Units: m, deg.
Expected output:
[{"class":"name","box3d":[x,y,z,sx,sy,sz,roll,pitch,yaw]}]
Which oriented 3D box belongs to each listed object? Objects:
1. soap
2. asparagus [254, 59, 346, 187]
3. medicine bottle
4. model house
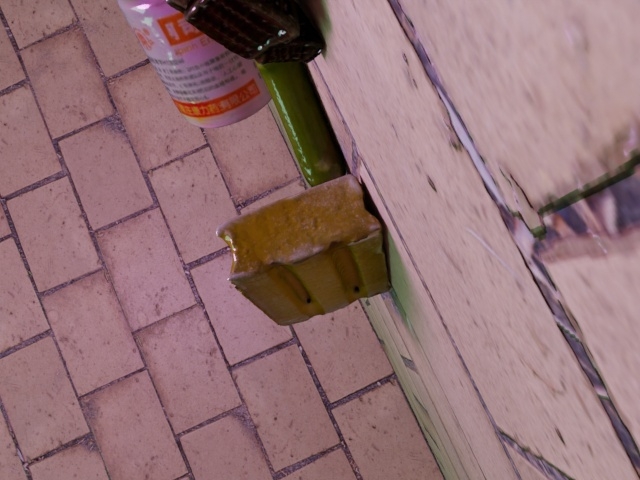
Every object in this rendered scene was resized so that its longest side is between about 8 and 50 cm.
[{"class":"soap","box3d":[-0.008,0.031,0.822,0.315,0.199,0.091,61,-170,-70]},{"class":"asparagus","box3d":[-0.035,-0.189,0.740,0.067,0.060,0.277,-81,-28,-55]},{"class":"medicine bottle","box3d":[-0.234,-0.415,1.037,0.219,0.219,0.388,-116,2,-47]},{"class":"model house","box3d":[-0.056,-0.215,0.502,0.165,0.106,0.152,18,-160,-40]}]
